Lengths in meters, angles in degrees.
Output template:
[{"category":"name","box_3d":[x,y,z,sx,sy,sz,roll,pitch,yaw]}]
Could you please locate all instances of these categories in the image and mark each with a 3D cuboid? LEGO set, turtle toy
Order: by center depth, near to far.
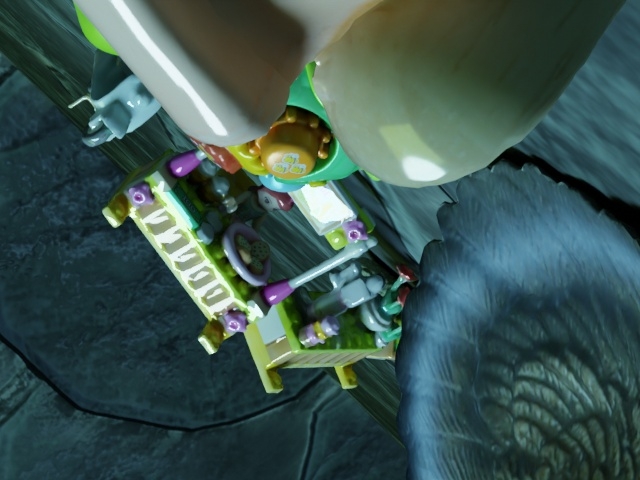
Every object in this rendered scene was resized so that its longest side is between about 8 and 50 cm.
[{"category":"turtle toy","box_3d":[-0.028,-0.064,0.674,0.130,0.066,0.095,44,175,2]},{"category":"LEGO set","box_3d":[0.000,0.000,1.019,0.287,0.107,0.132,42,-148,-34]}]

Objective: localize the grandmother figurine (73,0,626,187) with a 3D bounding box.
[{"category":"grandmother figurine","box_3d":[-0.077,-0.142,0.267,0.342,0.104,0.208,44,167,-35]}]

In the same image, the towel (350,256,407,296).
[{"category":"towel","box_3d":[0.072,0.070,1.214,0.110,0.027,0.148,40,174,31]}]

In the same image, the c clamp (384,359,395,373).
[{"category":"c clamp","box_3d":[0.094,0.130,1.600,0.137,0.022,0.160,51,175,-16]}]

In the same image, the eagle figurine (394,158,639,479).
[{"category":"eagle figurine","box_3d":[0.111,0.107,0.581,0.298,0.225,0.226,-61,-28,-65]}]
